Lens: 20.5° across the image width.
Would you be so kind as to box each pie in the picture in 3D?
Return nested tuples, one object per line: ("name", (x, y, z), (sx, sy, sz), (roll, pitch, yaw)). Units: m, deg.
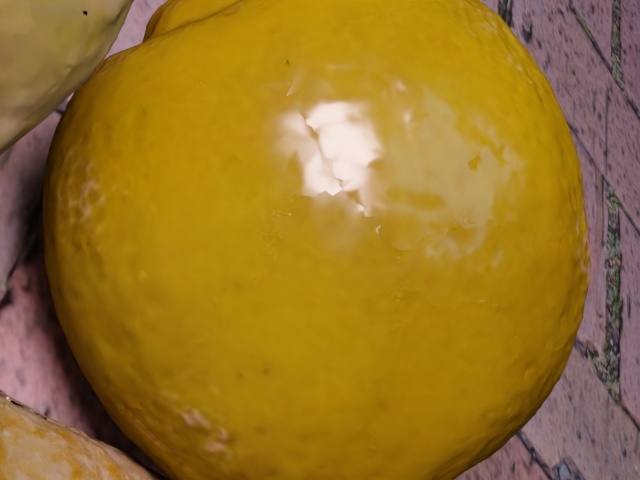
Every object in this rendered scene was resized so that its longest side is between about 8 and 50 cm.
("pie", (-0.122, 0.168, 0.989), (0.282, 0.068, 0.128), (37, 41, -43))

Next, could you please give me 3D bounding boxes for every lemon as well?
("lemon", (0.000, 0.000, 1.048), (0.348, 0.348, 0.348), (41, 39, -45))

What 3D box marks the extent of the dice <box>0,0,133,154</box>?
("dice", (-0.231, -0.165, 0.820), (0.238, 0.227, 0.233), (50, 31, -33))
